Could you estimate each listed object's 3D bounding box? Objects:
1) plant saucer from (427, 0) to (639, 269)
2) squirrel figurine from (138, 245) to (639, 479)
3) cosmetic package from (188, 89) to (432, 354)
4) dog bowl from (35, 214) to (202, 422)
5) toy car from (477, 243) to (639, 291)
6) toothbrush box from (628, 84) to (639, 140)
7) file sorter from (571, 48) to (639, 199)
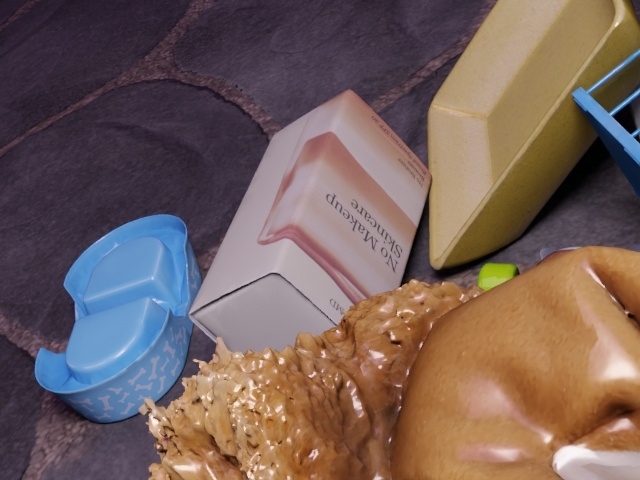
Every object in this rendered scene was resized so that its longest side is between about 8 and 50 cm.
[{"bbox_3d":[0.228,-0.164,1.216,0.333,0.081,0.333,-56,16,34],"label":"plant saucer"},{"bbox_3d":[0.072,0.201,0.723,0.397,0.281,0.370,20,57,38],"label":"squirrel figurine"},{"bbox_3d":[0.000,0.000,1.192,0.129,0.153,0.296,-28,29,37],"label":"cosmetic package"},{"bbox_3d":[-0.221,0.089,1.331,0.166,0.074,0.297,-18,34,16],"label":"dog bowl"},{"bbox_3d":[0.233,0.046,1.000,0.155,0.149,0.188,1,29,20],"label":"toy car"},{"bbox_3d":[0.464,-0.210,1.182,0.206,0.122,0.283,5,46,40],"label":"toothbrush box"},{"bbox_3d":[0.326,-0.083,1.031,0.104,0.170,0.118,-39,40,8],"label":"file sorter"}]
